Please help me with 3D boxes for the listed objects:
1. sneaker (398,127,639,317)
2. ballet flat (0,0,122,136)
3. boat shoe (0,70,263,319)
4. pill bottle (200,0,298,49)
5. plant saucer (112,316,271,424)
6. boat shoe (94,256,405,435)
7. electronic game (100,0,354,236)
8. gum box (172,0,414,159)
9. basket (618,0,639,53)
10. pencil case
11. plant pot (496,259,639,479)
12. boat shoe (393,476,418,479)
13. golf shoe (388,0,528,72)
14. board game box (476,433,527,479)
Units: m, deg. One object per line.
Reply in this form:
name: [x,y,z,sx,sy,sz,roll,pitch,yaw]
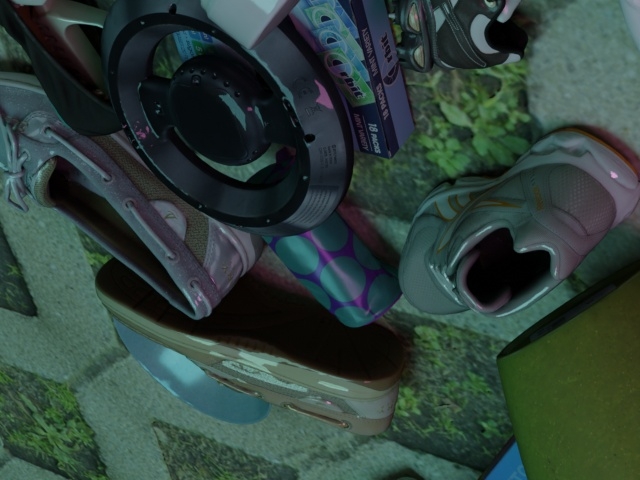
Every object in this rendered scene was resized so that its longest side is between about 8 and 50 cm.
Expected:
sneaker: [0.116,0.012,1.159,0.099,0.121,0.262,43,148,-5]
ballet flat: [-0.214,-0.195,1.269,0.096,0.095,0.280,0,143,32]
boat shoe: [-0.206,-0.045,1.425,0.320,0.103,0.118,32,148,9]
pill bottle: [-0.118,-0.265,1.002,0.301,0.169,0.169,41,148,-4]
plant saucer: [-0.122,0.105,1.592,0.195,0.037,0.195,26,147,19]
boat shoe: [-0.070,0.097,1.445,0.302,0.109,0.098,18,132,14]
electronic game: [-0.074,-0.099,1.196,0.229,0.048,0.229,24,137,24]
gum box: [-0.030,-0.149,1.177,0.184,0.041,0.157,17,143,32]
basket: [0.351,-0.089,0.661,0.328,0.266,0.331,2,132,44]
pencil case: [0.000,0.000,1.307,0.152,0.070,0.064,49,144,-16]
plant pot: [0.259,0.169,1.114,0.294,0.274,0.275,56,147,1]
boat shoe: [0.153,0.358,1.574,0.302,0.109,0.094,41,145,0]
golf shoe: [0.087,-0.187,0.996,0.093,0.077,0.198,10,146,21]
board game box: [0.217,0.308,1.408,0.242,0.064,0.317,35,132,6]
